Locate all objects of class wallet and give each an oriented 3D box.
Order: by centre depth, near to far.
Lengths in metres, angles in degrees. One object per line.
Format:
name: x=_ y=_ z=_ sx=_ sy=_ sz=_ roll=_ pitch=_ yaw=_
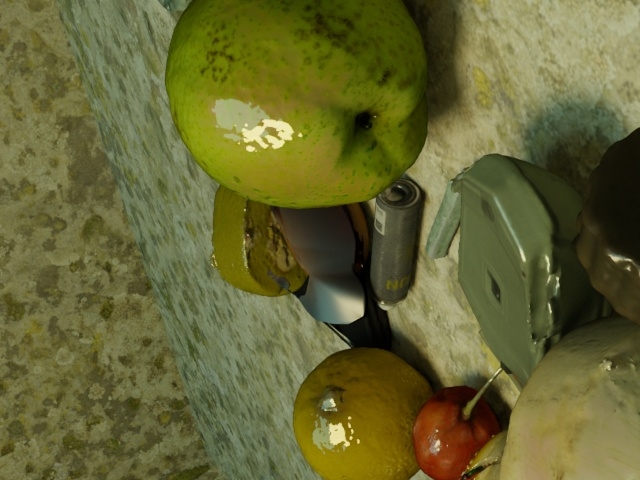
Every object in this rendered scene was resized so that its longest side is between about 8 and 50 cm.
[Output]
wallet: x=0.000 y=0.067 z=1.936 sx=0.406 sy=0.062 sz=0.228 roll=34 pitch=143 yaw=49

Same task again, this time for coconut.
coconut: x=0.355 y=0.250 z=1.024 sx=0.352 sy=0.352 sz=0.353 roll=48 pitch=153 yaw=34

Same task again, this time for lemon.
lemon: x=0.084 y=0.333 z=1.747 sx=0.293 sy=0.293 sz=0.293 roll=48 pitch=153 yaw=34

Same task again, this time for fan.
fan: x=0.043 y=0.199 z=1.916 sx=0.152 sy=0.008 sz=0.227 roll=38 pitch=175 yaw=46

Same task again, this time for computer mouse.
computer mouse: x=0.276 y=0.042 z=1.189 sx=0.228 sy=0.145 sz=0.429 roll=57 pitch=169 yaw=35

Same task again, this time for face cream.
face cream: x=0.123 y=0.017 z=1.588 sx=0.073 sy=0.073 sz=0.284 roll=48 pitch=153 yaw=34

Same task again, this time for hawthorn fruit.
hawthorn fruit: x=0.238 y=0.286 z=1.511 sx=0.165 sy=0.165 sz=0.285 roll=54 pitch=153 yaw=24

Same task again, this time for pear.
pear: x=-0.021 y=-0.217 z=1.298 sx=0.391 sy=0.391 sz=0.391 roll=48 pitch=153 yaw=34

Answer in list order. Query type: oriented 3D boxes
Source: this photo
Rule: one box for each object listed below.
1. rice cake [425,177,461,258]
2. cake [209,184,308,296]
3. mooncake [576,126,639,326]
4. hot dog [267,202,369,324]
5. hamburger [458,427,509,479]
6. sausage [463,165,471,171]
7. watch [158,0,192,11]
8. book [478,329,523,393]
rice cake: x=0.194 y=-0.031 z=1.432 sx=0.208 sy=0.033 sz=0.033 roll=101 pitch=148 yaw=-58
cake: x=-0.112 y=-0.023 z=1.825 sx=0.156 sy=0.179 sz=0.261 roll=5 pitch=89 yaw=55
mooncake: x=0.350 y=-0.003 z=0.864 sx=0.228 sy=0.228 sz=0.124 roll=48 pitch=159 yaw=34
hot dog: x=0.005 y=-0.004 z=1.718 sx=0.194 sy=0.107 sz=0.326 roll=-12 pitch=83 yaw=30
hamburger: x=0.299 y=0.413 z=1.417 sx=0.151 sy=0.227 sz=0.295 roll=8 pitch=136 yaw=40
sausage: x=0.236 y=-0.053 z=1.326 sx=0.116 sy=0.026 sz=0.026 roll=66 pitch=158 yaw=-6
watch: x=-0.294 y=-0.560 z=1.804 sx=0.253 sy=0.161 sz=0.241 roll=27 pitch=145 yaw=57
book: x=0.337 y=0.206 z=1.391 sx=0.242 sy=0.018 sz=0.170 roll=57 pitch=157 yaw=14
